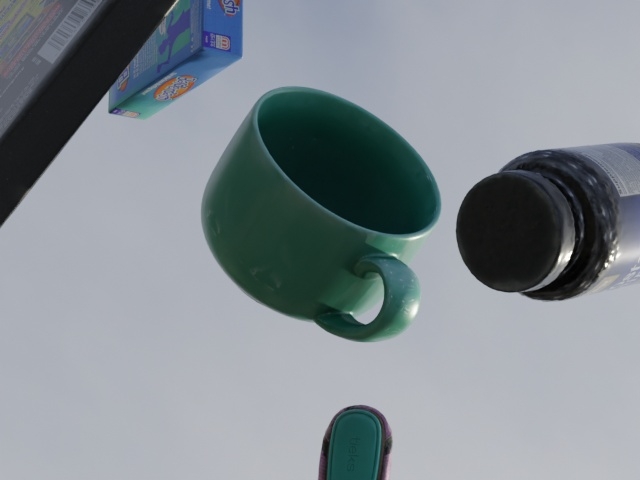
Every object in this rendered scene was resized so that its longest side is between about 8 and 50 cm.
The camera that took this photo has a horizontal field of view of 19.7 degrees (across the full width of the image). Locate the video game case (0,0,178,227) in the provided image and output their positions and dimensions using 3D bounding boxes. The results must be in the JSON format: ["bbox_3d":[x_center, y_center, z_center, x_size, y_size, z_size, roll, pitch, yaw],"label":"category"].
[{"bbox_3d":[-0.189,-0.094,1.135,0.035,0.275,0.248,38,-2,-24],"label":"video game case"}]

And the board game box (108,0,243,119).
[{"bbox_3d":[-0.144,-0.225,1.819,0.047,0.160,0.210,9,-17,-30],"label":"board game box"}]

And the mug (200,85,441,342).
[{"bbox_3d":[-0.007,-0.006,1.088,0.129,0.157,0.097,28,-57,-11],"label":"mug"}]

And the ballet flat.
[{"bbox_3d":[0.023,0.245,1.504,0.077,0.221,0.079,3,-25,15],"label":"ballet flat"}]

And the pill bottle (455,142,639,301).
[{"bbox_3d":[0.204,-0.015,1.488,0.123,0.219,0.122,5,-82,35],"label":"pill bottle"}]
